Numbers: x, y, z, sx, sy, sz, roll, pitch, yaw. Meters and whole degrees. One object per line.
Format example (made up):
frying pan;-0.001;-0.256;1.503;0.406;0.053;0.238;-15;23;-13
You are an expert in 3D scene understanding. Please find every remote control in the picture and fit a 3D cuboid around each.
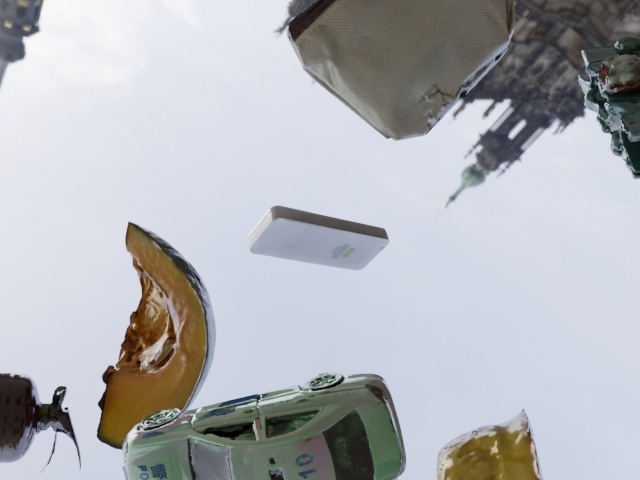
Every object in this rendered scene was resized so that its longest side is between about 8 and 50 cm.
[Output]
remote control;0.000;0.000;1.190;0.250;0.103;0.034;10;-133;-35

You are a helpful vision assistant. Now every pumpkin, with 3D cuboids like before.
pumpkin;-0.193;0.132;0.975;0.148;0.169;0.313;28;-118;-64

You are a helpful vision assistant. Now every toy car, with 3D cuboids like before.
toy car;-0.047;0.169;0.538;0.076;0.224;0.090;-82;-22;-81

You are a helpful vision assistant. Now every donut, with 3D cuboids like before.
donut;0.193;0.326;0.734;0.277;0.108;0.278;-11;-90;-77

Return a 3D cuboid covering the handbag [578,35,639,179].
handbag;0.479;-0.191;0.848;0.273;0.100;0.269;-3;-143;10

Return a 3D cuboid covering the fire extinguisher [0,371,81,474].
fire extinguisher;-0.465;0.224;0.855;0.337;0.136;0.114;6;-174;-21

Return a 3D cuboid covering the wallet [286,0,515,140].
wallet;0.131;-0.306;0.962;0.275;0.335;0.068;46;176;-24
